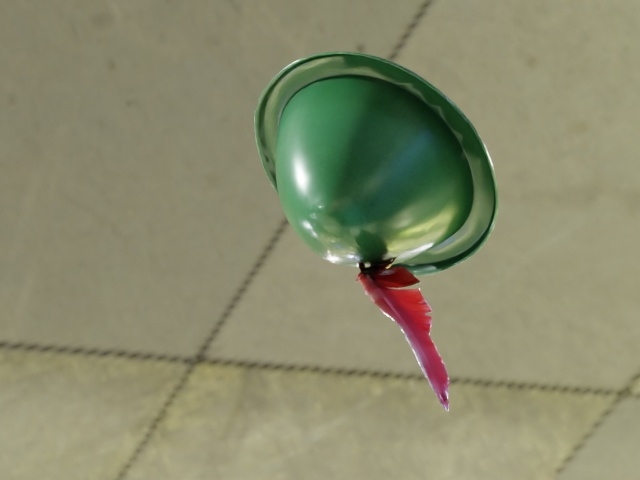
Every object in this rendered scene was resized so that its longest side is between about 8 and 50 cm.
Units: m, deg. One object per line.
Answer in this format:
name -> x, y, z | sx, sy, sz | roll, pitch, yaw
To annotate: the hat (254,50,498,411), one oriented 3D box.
hat -> 0.000, 0.000, 1.127 | 0.208, 0.183, 0.173 | -21, 112, 47
